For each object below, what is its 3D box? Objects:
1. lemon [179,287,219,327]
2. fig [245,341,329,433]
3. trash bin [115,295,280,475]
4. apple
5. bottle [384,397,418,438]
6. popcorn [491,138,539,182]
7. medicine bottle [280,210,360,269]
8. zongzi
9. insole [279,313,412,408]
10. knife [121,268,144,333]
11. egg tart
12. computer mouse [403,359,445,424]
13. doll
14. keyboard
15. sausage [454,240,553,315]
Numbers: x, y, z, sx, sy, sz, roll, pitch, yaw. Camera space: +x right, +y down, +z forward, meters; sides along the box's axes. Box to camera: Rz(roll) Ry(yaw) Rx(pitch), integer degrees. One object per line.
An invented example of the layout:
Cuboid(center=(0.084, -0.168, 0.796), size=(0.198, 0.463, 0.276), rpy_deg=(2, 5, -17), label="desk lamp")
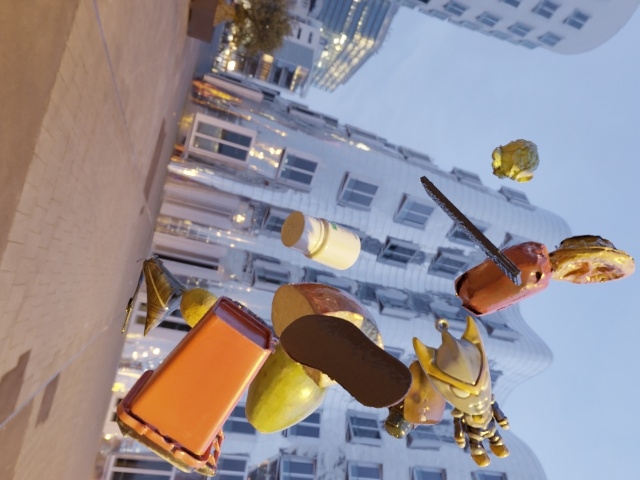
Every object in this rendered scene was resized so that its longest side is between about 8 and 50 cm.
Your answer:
Cuboid(center=(-0.248, 0.148, 0.972), size=(0.082, 0.110, 0.082), rpy_deg=(-42, 157, -22), label="lemon")
Cuboid(center=(-0.126, 0.493, 1.543), size=(0.326, 0.258, 0.258), rpy_deg=(-50, -160, 4), label="fig")
Cuboid(center=(-0.179, 0.228, 0.745), size=(0.239, 0.184, 0.161), rpy_deg=(-50, -172, 3), label="trash bin")
Cuboid(center=(0.001, 0.244, 1.268), size=(0.252, 0.314, 0.309), rpy_deg=(-52, -151, -3), label="apple")
Cuboid(center=(0.319, 0.581, 1.643), size=(0.271, 0.143, 0.156), rpy_deg=(-42, 134, -36), label="bottle")
Cuboid(center=(0.603, -0.252, 1.421), size=(0.135, 0.162, 0.141), rpy_deg=(-52, -169, 50), label="popcorn")
Cuboid(center=(0.000, 0.000, 1.441), size=(0.139, 0.236, 0.139), rpy_deg=(-25, -125, 42), label="medicine bottle")
Cuboid(center=(-0.513, 0.160, 1.382), size=(0.184, 0.187, 0.084), rpy_deg=(-43, 169, -10), label="zongzi")
Cuboid(center=(0.026, 0.169, 0.705), size=(0.111, 0.007, 0.327), rpy_deg=(-36, -158, -19), label="insole")
Cuboid(center=(-0.597, 0.188, 1.469), size=(0.045, 0.021, 0.222), rpy_deg=(164, -57, -79), label="knife")
Cuboid(center=(0.747, 0.054, 1.298), size=(0.241, 0.241, 0.106), rpy_deg=(139, -36, -63), label="egg tart")
Cuboid(center=(0.326, 0.483, 1.439), size=(0.056, 0.125, 0.245), rpy_deg=(-70, 162, -68), label="computer mouse")
Cuboid(center=(0.314, 0.325, 1.011), size=(0.103, 0.145, 0.316), rpy_deg=(-5, 75, -75), label="doll")
Cuboid(center=(0.328, -0.027, 1.020), size=(0.018, 0.101, 0.310), rpy_deg=(-40, -119, 6), label="keyboard")
Cuboid(center=(0.508, 0.107, 1.282), size=(0.279, 0.152, 0.152), rpy_deg=(-36, -143, 31), label="sausage")
